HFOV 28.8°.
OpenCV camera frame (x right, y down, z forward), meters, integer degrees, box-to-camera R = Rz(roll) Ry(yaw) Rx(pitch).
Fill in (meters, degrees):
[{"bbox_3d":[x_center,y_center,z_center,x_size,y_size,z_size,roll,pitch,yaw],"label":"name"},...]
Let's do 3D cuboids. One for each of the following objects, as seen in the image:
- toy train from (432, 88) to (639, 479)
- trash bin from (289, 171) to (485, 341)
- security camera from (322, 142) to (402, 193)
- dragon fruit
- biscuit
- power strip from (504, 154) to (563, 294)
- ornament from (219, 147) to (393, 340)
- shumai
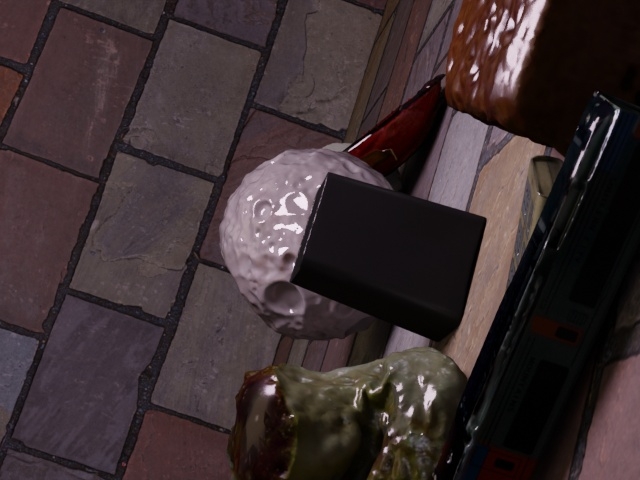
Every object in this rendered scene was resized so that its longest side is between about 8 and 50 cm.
[{"bbox_3d":[0.208,0.072,1.121,0.086,0.089,0.409,-100,29,-73],"label":"toy train"},{"bbox_3d":[0.089,0.019,1.701,0.115,0.225,0.165,122,166,-68],"label":"trash bin"},{"bbox_3d":[0.049,-0.053,2.497,0.194,0.194,0.236,-80,8,-58],"label":"security camera"},{"bbox_3d":[0.135,-0.192,2.339,0.282,0.100,0.343,-41,-1,42],"label":"dragon fruit"},{"bbox_3d":[0.264,-0.264,1.314,0.395,0.166,0.343,-119,47,-80],"label":"biscuit"},{"bbox_3d":[0.207,0.046,1.236,0.092,0.034,0.268,-85,0,-60],"label":"power strip"},{"bbox_3d":[0.000,0.000,2.130,0.337,0.337,0.337,-161,90,-84],"label":"ornament"},{"bbox_3d":[0.010,0.253,1.508,0.304,0.263,0.309,135,153,-72],"label":"shumai"}]
